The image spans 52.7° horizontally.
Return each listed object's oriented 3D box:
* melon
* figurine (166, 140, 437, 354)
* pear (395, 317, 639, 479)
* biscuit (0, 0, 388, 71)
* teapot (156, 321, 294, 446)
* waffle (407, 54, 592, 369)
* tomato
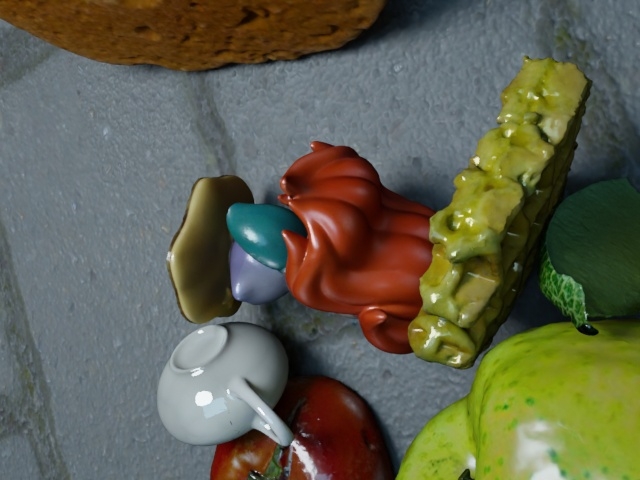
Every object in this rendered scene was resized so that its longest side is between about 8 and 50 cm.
[{"bbox_3d":[0.215,0.018,0.477,0.114,0.261,0.053,39,124,20],"label":"melon"},{"bbox_3d":[-0.001,0.009,0.609,0.257,0.181,0.208,1,108,24],"label":"figurine"},{"bbox_3d":[0.219,0.230,0.417,0.390,0.391,0.391,0,90,24],"label":"pear"},{"bbox_3d":[-0.156,-0.264,0.606,0.455,0.350,0.078,4,73,9],"label":"biscuit"},{"bbox_3d":[-0.099,0.145,0.662,0.145,0.092,0.226,-41,30,-18],"label":"teapot"},{"bbox_3d":[0.135,0.013,0.506,0.057,0.229,0.219,23,65,24],"label":"waffle"},{"bbox_3d":[-0.033,0.263,0.675,0.227,0.101,0.228,0,90,28],"label":"tomato"}]
